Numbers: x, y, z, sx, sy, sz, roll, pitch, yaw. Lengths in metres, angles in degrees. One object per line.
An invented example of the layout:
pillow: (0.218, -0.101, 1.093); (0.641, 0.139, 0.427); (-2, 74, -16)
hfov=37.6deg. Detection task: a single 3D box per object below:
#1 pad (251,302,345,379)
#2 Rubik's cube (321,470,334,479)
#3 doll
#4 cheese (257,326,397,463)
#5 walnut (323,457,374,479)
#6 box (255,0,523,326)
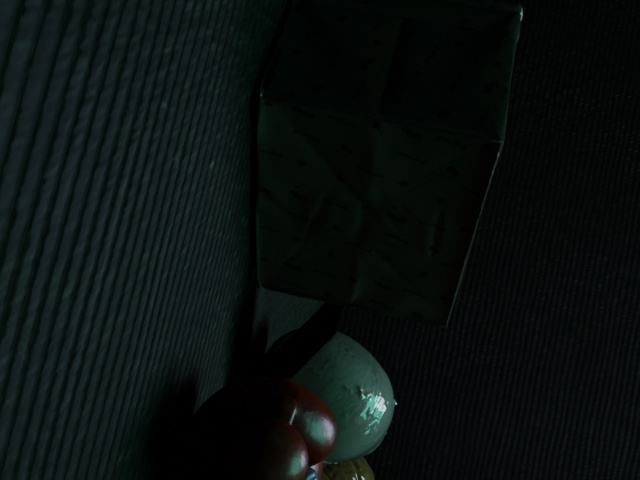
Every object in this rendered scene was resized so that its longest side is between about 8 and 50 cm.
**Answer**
pad: (-0.037, 0.136, 1.073); (0.211, 0.003, 0.143); (-48, -171, 25)
Rubik's cube: (-0.033, 0.390, 1.138); (0.254, 0.254, 0.255); (12, 90, -85)
doll: (-0.061, 0.196, 0.811); (0.290, 0.129, 0.161); (122, -8, -58)
cheese: (0.008, 0.198, 1.213); (0.154, 0.198, 0.189); (-48, 174, 3)
walnut: (-0.003, 0.443, 1.648); (0.213, 0.213, 0.213); (12, 90, -85)
box: (0.060, -0.084, 0.955); (0.297, 0.225, 0.190); (95, 8, -50)
